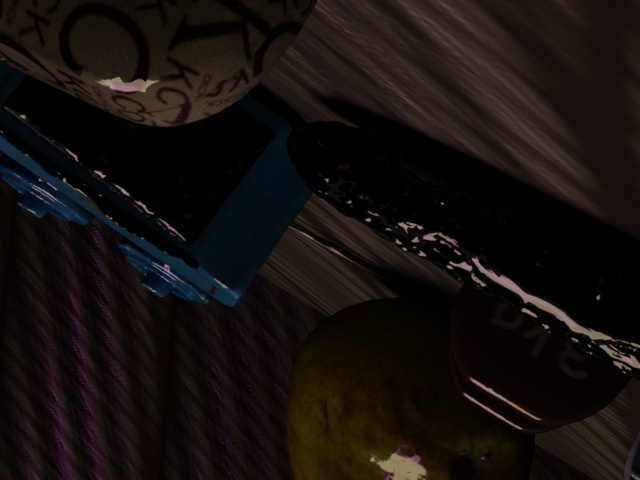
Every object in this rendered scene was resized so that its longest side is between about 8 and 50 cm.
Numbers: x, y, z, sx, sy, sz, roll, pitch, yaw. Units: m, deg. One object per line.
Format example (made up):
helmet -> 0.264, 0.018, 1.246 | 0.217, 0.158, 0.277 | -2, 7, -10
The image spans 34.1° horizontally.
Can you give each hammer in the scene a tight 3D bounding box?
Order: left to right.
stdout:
hammer -> 0.000, 0.000, 1.406 | 0.292, 0.029, 0.058 | 29, 175, 5

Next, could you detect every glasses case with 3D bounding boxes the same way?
glasses case -> -0.150, -0.159, 0.457 | 0.354, 0.137, 0.085 | 27, 173, 27

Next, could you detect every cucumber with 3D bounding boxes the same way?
cucumber -> 0.099, -0.010, 0.710 | 0.303, 0.072, 0.081 | 30, 173, 17

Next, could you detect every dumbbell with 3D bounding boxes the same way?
dumbbell -> 0.173, 0.085, 0.846 | 0.140, 0.124, 0.225 | 31, 173, 13

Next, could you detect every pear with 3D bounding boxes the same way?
pear -> 0.117, 0.249, 1.388 | 0.352, 0.352, 0.413 | 34, 176, -17

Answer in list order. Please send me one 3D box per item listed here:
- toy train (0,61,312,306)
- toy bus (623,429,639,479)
toy train -> -0.163, -0.080, 0.930 | 0.300, 0.188, 0.265 | 35, 168, -2
toy bus -> 0.443, 0.269, 1.041 | 0.265, 0.121, 0.120 | 26, -179, 36
